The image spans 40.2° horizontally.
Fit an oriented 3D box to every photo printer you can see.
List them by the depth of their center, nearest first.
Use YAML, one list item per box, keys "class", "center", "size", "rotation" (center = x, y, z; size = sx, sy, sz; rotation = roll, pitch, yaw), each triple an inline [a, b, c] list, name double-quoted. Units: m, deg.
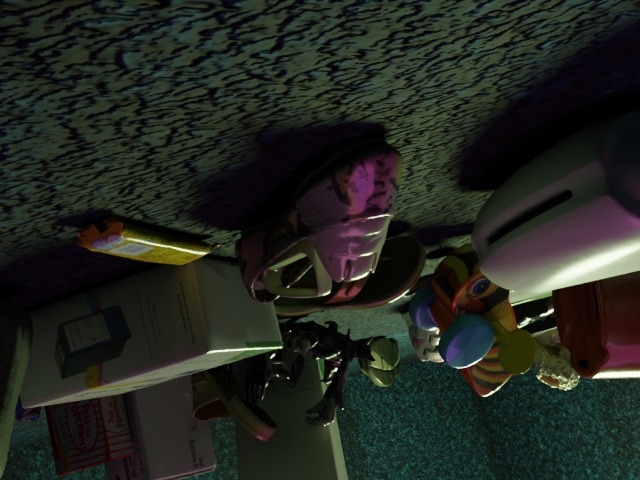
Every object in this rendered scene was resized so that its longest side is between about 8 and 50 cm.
- class: "photo printer"
  center: [0.294, -0.039, 0.748]
  size: [0.308, 0.107, 0.256]
  rotation: [-11, 168, -17]

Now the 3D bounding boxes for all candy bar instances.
- class: "candy bar"
  center: [-0.126, 0.003, 0.665]
  size: [0.040, 0.018, 0.161]
  rotation: [-21, 166, 16]

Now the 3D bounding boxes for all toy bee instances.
- class: "toy bee"
  center: [0.191, 0.075, 1.045]
  size: [0.162, 0.195, 0.298]
  rotation: [-40, 154, 5]

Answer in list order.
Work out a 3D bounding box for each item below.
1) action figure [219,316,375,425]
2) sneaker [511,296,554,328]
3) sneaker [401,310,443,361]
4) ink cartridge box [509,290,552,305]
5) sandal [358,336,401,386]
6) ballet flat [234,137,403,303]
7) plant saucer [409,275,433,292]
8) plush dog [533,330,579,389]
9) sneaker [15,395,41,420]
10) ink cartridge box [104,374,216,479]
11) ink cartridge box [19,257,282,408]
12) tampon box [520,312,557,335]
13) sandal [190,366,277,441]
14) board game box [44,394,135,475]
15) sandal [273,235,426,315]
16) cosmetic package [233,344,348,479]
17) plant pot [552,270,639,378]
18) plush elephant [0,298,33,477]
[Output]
- class: "action figure"
  center: [-0.034, 0.188, 1.316]
  size: [0.164, 0.140, 0.276]
  rotation: [25, -168, 38]
- class: "sneaker"
  center: [0.380, 0.131, 1.676]
  size: [0.106, 0.101, 0.267]
  rotation: [-7, 167, -40]
- class: "sneaker"
  center: [0.223, 0.166, 1.620]
  size: [0.103, 0.111, 0.252]
  rotation: [-13, 168, -5]
- class: "ink cartridge box"
  center: [0.314, 0.068, 1.405]
  size: [0.171, 0.056, 0.235]
  rotation: [-15, 169, 2]
- class: "sandal"
  center: [0.143, 0.307, 2.209]
  size: [0.086, 0.120, 0.303]
  rotation: [-3, 172, 14]
- class: "ballet flat"
  center: [0.000, 0.000, 0.650]
  size: [0.077, 0.079, 0.221]
  rotation: [-6, 166, -31]
- class: "plant saucer"
  center: [0.173, 0.064, 1.322]
  size: [0.084, 0.013, 0.083]
  rotation: [-14, 169, -3]
- class: "plush dog"
  center: [0.599, 0.188, 2.013]
  size: [0.225, 0.262, 0.210]
  rotation: [-9, -155, 25]
- class: "sneaker"
  center: [-0.441, 0.205, 1.074]
  size: [0.221, 0.087, 0.083]
  rotation: [-17, 167, 11]
- class: "ink cartridge box"
  center: [-0.289, 0.311, 1.478]
  size: [0.115, 0.198, 0.273]
  rotation: [-6, 166, -29]
- class: "ink cartridge box"
  center: [-0.168, 0.091, 0.850]
  size: [0.212, 0.093, 0.154]
  rotation: [-17, 169, 21]
- class: "tampon box"
  center: [0.449, 0.140, 1.794]
  size: [0.161, 0.101, 0.120]
  rotation: [-23, 166, 35]
- class: "sandal"
  center: [-0.155, 0.235, 1.273]
  size: [0.079, 0.240, 0.088]
  rotation: [-52, 130, -1]
- class: "board game box"
  center: [-0.382, 0.296, 1.428]
  size: [0.045, 0.146, 0.193]
  rotation: [-3, 163, -44]
- class: "sandal"
  center: [0.021, 0.035, 0.903]
  size: [0.180, 0.072, 0.049]
  rotation: [-12, 147, 8]
- class: "cosmetic package"
  center: [-0.046, 0.337, 1.406]
  size: [0.155, 0.365, 0.197]
  rotation: [-14, 129, 0]
- class: "plant pot"
  center: [0.467, 0.073, 1.167]
  size: [0.265, 0.272, 0.272]
  rotation: [-6, 168, -3]
- class: "plush elephant"
  center: [-0.365, 0.165, 0.604]
  size: [0.256, 0.329, 0.272]
  rotation: [6, 173, -6]
